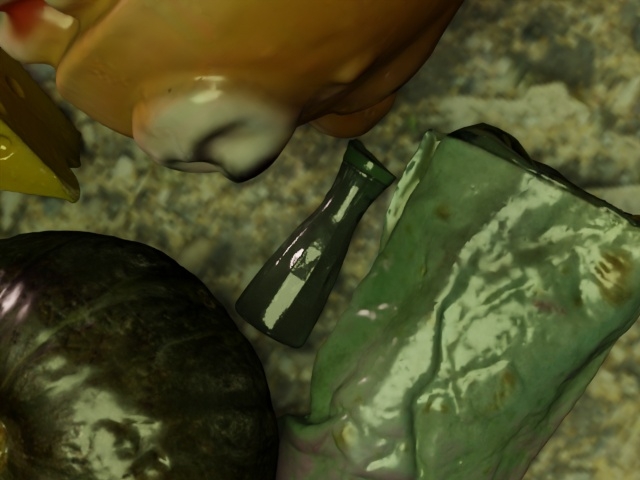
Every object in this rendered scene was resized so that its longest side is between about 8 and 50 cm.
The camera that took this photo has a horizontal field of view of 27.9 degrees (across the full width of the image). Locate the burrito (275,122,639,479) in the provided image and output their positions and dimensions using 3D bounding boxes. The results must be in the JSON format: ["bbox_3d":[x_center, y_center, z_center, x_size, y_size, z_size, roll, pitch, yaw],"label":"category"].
[{"bbox_3d":[0.065,0.062,0.643,0.144,0.089,0.229,31,95,11],"label":"burrito"}]

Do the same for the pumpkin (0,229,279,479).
[{"bbox_3d":[-0.131,0.102,0.639,0.224,0.157,0.223,-2,85,29],"label":"pumpkin"}]

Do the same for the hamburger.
[{"bbox_3d":[-0.031,-0.153,0.576,0.276,0.276,0.237,-37,95,10],"label":"hamburger"}]

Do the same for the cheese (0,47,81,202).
[{"bbox_3d":[-0.199,-0.074,0.650,0.171,0.093,0.126,29,105,-22],"label":"cheese"}]

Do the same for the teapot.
[{"bbox_3d":[0.000,0.000,0.675,0.043,0.043,0.110,32,95,8],"label":"teapot"}]
